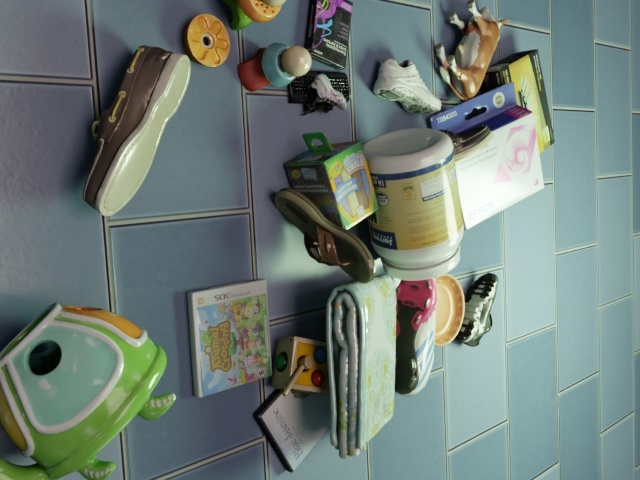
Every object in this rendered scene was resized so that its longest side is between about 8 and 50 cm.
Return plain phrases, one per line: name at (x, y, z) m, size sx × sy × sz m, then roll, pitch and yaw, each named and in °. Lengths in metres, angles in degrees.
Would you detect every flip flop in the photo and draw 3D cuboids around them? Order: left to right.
flip flop at (0.000, 0.000, 1.525) m, size 0.277 × 0.112 × 0.080 m, roll 42°, pitch 58°, yaw -1°

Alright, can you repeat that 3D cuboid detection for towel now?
towel at (0.098, 0.273, 1.639) m, size 0.320 × 0.090 × 0.374 m, roll -5°, pitch 97°, yaw -72°

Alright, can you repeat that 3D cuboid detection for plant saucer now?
plant saucer at (0.326, 0.190, 1.966) m, size 0.200 × 0.037 × 0.199 m, roll -3°, pitch 95°, yaw -44°

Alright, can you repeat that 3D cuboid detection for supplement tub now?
supplement tub at (0.218, -0.086, 1.698) m, size 0.228 × 0.228 × 0.316 m, roll -34°, pitch 122°, yaw -39°

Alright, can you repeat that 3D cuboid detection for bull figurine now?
bull figurine at (0.422, -0.546, 1.984) m, size 0.188 × 0.101 × 0.310 m, roll 31°, pitch 69°, yaw -39°

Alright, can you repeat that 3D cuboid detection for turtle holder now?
turtle holder at (-0.411, 0.245, 1.133) m, size 0.320 × 0.243 × 0.227 m, roll -39°, pitch 108°, yaw 8°

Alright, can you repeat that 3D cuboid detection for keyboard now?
keyboard at (0.007, -0.338, 1.625) m, size 0.192 × 0.038 × 0.100 m, roll -12°, pitch 100°, yaw -43°

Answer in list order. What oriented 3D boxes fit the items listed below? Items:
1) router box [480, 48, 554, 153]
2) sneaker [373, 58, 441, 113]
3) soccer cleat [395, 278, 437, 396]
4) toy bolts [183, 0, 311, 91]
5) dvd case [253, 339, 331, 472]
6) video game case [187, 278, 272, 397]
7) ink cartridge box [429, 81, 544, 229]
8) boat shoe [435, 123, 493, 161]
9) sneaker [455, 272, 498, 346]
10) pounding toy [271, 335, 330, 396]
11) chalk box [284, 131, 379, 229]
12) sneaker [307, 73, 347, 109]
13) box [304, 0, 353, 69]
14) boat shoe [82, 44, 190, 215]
router box at (0.604, -0.401, 2.183) m, size 0.243 × 0.081 × 0.308 m, roll -34°, pitch 115°, yaw -39°
sneaker at (0.233, -0.397, 1.814) m, size 0.232 × 0.090 × 0.115 m, roll 17°, pitch 77°, yaw -45°
soccer cleat at (0.243, 0.236, 1.850) m, size 0.143 × 0.116 × 0.331 m, roll 18°, pitch 81°, yaw -60°
toy bolts at (-0.126, -0.393, 1.404) m, size 0.218 × 0.159 × 0.228 m, roll -52°, pitch 125°, yaw -30°
dvd case at (-0.030, 0.375, 1.630) m, size 0.253 × 0.022 × 0.180 m, roll -44°, pitch 121°, yaw -34°
video game case at (-0.183, 0.197, 1.470) m, size 0.193 × 0.023 × 0.212 m, roll -8°, pitch 98°, yaw -44°
ink cartridge box at (0.479, -0.241, 2.013) m, size 0.324 × 0.071 × 0.330 m, roll -27°, pitch 115°, yaw -24°
boat shoe at (0.313, -0.242, 1.839) m, size 0.285 × 0.103 × 0.092 m, roll -26°, pitch 104°, yaw -8°
sneaker at (0.464, 0.208, 2.080) m, size 0.106 × 0.078 × 0.234 m, roll 44°, pitch 66°, yaw -40°
pounding toy at (-0.042, 0.278, 1.539) m, size 0.141 × 0.100 × 0.130 m, roll 17°, pitch 71°, yaw -34°
chalk box at (0.020, -0.141, 1.580) m, size 0.132 × 0.132 × 0.212 m, roll -32°, pitch 115°, yaw -39°
sneaker at (0.009, -0.314, 1.587) m, size 0.098 × 0.038 × 0.069 m, roll 46°, pitch 65°, yaw -12°
box at (0.020, -0.486, 1.637) m, size 0.116 × 0.029 × 0.162 m, roll 10°, pitch 86°, yaw -45°
boat shoe at (-0.337, -0.198, 1.250) m, size 0.116 × 0.097 × 0.324 m, roll 83°, pitch 28°, yaw -74°
